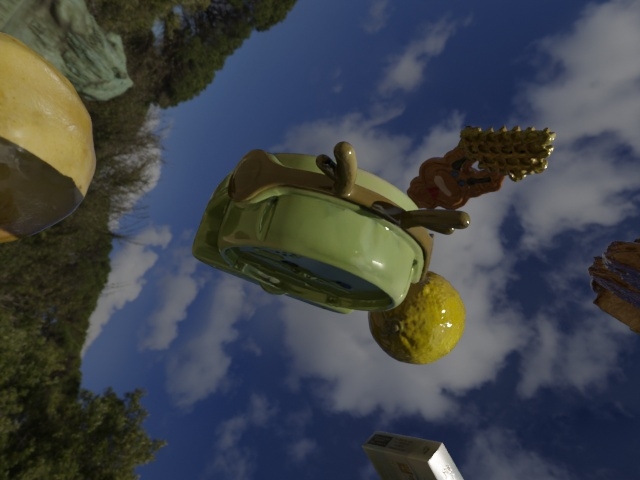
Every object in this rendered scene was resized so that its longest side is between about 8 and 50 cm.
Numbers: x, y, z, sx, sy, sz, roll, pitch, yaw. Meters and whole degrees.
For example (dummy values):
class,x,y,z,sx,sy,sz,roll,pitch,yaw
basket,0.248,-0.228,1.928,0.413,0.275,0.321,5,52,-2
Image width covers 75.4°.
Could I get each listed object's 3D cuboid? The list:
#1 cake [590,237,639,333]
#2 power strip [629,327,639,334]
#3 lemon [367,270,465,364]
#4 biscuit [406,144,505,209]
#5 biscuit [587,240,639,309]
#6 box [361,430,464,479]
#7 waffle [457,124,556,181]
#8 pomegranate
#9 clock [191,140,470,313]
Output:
class,x,y,z,sx,sy,sz,roll,pitch,yaw
cake,0.721,0.118,0.862,0.293,0.198,0.196,42,-65,47
power strip,0.836,0.233,1.049,0.090,0.016,0.040,36,-49,37
lemon,0.199,0.158,0.860,0.192,0.231,0.193,6,-80,35
biscuit,0.431,-0.197,1.378,0.333,0.202,0.047,-25,-165,47
biscuit,0.478,0.068,0.564,0.052,0.262,0.277,-58,175,5
box,0.224,0.551,0.993,0.067,0.155,0.243,-33,-178,-35
waffle,0.367,-0.192,0.841,0.192,0.161,0.046,38,-107,26
pomegranate,-0.527,-0.152,0.624,0.332,0.332,0.333,-29,-138,29
clock,0.000,0.000,0.434,0.308,0.234,0.096,-27,-139,64
